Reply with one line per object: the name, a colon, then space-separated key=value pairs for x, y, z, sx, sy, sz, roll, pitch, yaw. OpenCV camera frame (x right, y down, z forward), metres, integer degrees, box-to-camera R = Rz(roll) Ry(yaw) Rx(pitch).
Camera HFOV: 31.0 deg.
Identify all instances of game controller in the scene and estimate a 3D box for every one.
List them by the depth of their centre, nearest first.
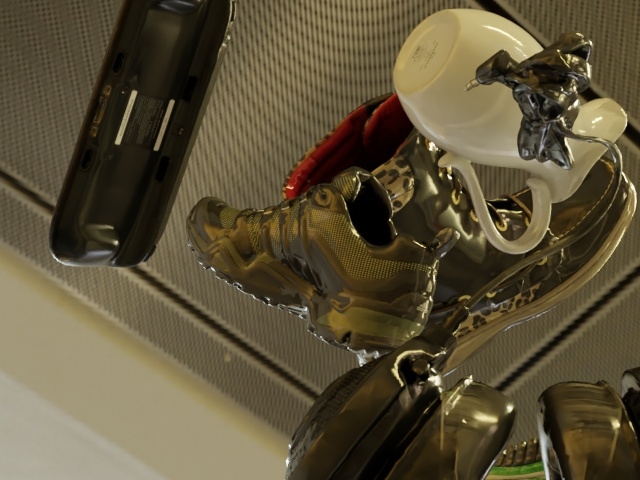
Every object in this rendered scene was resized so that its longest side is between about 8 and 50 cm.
game controller: x=-0.176 y=-0.121 z=1.152 sx=0.067 sy=0.166 sz=0.319 roll=24 pitch=-82 yaw=31

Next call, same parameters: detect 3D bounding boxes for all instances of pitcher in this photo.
pitcher: x=0.157 y=-0.097 z=1.040 sx=0.207 sy=0.125 sz=0.177 roll=28 pitch=-95 yaw=-31

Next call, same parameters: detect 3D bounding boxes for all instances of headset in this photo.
headset: x=0.092 y=0.111 z=0.549 sx=0.243 sy=0.185 sz=0.394 roll=7 pitch=-105 yaw=9

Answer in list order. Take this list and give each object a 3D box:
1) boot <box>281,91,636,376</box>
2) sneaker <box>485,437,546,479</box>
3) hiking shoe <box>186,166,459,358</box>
boot: x=0.152 y=-0.039 z=1.237 sx=0.377 sy=0.138 sz=0.284 roll=-34 pitch=-56 yaw=-5
sneaker: x=0.228 y=0.363 z=1.548 sx=0.344 sy=0.146 sz=0.134 roll=-24 pitch=-23 yaw=30
hiking shoe: x=0.000 y=0.000 z=0.810 sx=0.086 sy=0.227 sz=0.114 roll=27 pitch=-90 yaw=-51
